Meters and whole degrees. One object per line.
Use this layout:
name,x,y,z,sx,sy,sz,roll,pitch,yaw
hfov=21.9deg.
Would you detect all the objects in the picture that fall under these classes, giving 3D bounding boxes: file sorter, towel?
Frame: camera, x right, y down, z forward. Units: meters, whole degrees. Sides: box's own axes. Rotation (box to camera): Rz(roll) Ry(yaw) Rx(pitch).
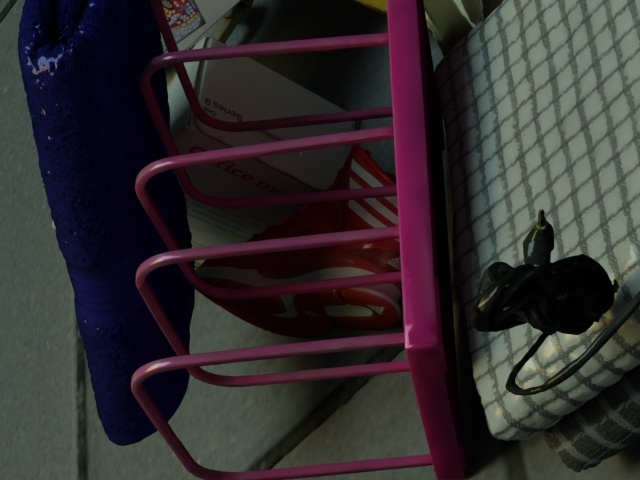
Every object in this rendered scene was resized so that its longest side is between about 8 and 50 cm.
file sorter,-0.013,-0.013,1.042,0.182,0.202,0.290,-6,61,7
towel,0.180,-0.044,0.931,0.235,0.121,0.283,-44,37,38
towel,-0.133,-0.045,1.117,0.227,0.076,0.308,-97,0,-55

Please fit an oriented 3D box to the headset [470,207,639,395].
headset,0.256,0.029,0.670,0.394,0.185,0.243,0,86,25

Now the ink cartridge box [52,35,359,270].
ink cartridge box,-0.093,-0.055,1.328,0.212,0.154,0.093,-29,45,48

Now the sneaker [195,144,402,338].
sneaker,0.000,0.000,1.239,0.221,0.087,0.128,3,62,47

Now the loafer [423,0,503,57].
loafer,0.087,-0.171,1.125,0.056,0.050,0.148,-49,39,39

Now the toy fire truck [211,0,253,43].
toy fire truck,-0.092,-0.229,1.551,0.192,0.047,0.135,-45,37,31

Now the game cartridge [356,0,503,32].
game cartridge,0.143,-0.298,1.179,0.285,0.053,0.323,34,109,59

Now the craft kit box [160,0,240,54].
craft kit box,-0.074,-0.234,1.363,0.247,0.061,0.250,-39,11,-2
